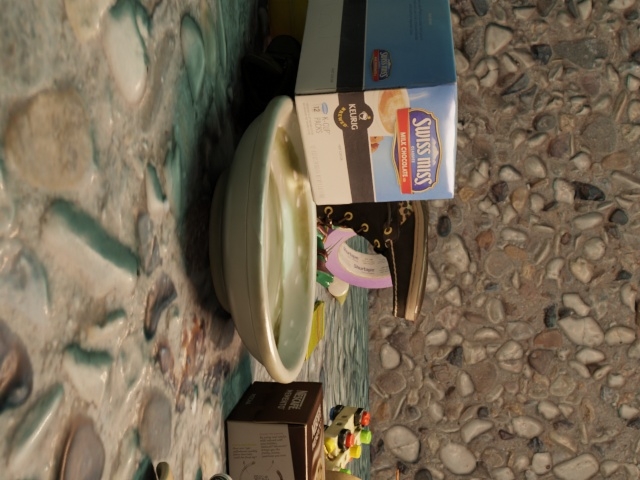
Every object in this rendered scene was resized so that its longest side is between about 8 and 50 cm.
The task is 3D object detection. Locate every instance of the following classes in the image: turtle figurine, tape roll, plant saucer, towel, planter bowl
[{"bbox_3d":[0.000,0.000,1.443,0.175,0.118,0.234,125,-15,-50],"label":"turtle figurine"},{"bbox_3d":[0.142,0.011,1.874,0.275,0.274,0.090,80,13,-47],"label":"tape roll"},{"bbox_3d":[-0.081,-0.002,0.986,0.400,0.100,0.401,0,90,-82],"label":"plant saucer"},{"bbox_3d":[-0.015,0.216,1.686,0.237,0.021,0.102,-33,121,-80],"label":"towel"},{"bbox_3d":[-0.044,-0.414,1.269,0.217,0.090,0.217,1,90,-81],"label":"planter bowl"}]

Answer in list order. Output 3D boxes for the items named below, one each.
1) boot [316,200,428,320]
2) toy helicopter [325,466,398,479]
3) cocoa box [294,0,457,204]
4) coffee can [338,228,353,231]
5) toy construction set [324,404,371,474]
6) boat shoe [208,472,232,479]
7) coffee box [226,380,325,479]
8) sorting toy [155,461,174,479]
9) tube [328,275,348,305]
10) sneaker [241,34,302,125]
[{"bbox_3d":[0.061,-0.036,1.308,0.138,0.284,0.378,60,30,-74],"label":"boot"},{"bbox_3d":[0.078,0.556,1.366,0.140,0.234,0.355,-81,150,-48],"label":"toy helicopter"},{"bbox_3d":[0.098,-0.259,1.116,0.232,0.227,0.347,80,11,-48],"label":"cocoa box"},{"bbox_3d":[0.062,-0.183,1.547,0.275,0.201,0.202,75,17,-48],"label":"coffee can"},{"bbox_3d":[0.038,0.507,1.591,0.328,0.151,0.215,-59,148,-74],"label":"toy construction set"},{"bbox_3d":[-0.130,0.354,0.833,0.040,0.049,0.142,70,24,-65],"label":"boat shoe"},{"bbox_3d":[-0.060,0.383,1.054,0.168,0.118,0.297,-46,135,-77],"label":"coffee box"},{"bbox_3d":[-0.165,0.355,0.666,0.208,0.038,0.193,-84,171,-60],"label":"sorting toy"},{"bbox_3d":[0.059,0.141,2.065,0.070,0.062,0.240,-48,171,-4],"label":"tube"},{"bbox_3d":[-0.069,-0.278,1.115,0.130,0.087,0.228,89,11,-54],"label":"sneaker"}]
